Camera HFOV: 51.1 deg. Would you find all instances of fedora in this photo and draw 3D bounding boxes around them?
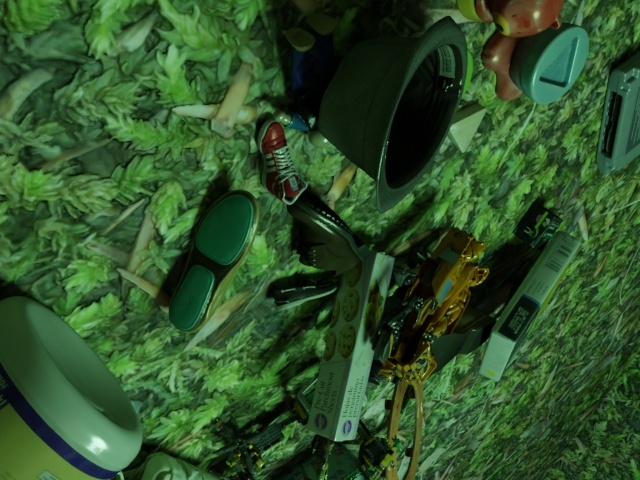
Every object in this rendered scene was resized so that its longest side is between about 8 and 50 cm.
[{"bbox_3d":[0.085,-0.175,0.866,0.275,0.124,0.243,-48,152,-39],"label":"fedora"}]

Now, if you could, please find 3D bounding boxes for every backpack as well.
[{"bbox_3d":[0.036,0.588,1.478,0.225,0.253,0.191,-31,121,-17],"label":"backpack"}]

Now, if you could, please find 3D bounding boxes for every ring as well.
[{"bbox_3d":[0.184,0.426,1.503,0.337,0.032,0.336,2,90,-70],"label":"ring"}]

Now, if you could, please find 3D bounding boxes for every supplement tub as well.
[{"bbox_3d":[-0.397,0.247,0.743,0.331,0.241,0.241,-39,143,-10],"label":"supplement tub"}]

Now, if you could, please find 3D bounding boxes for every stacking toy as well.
[{"bbox_3d":[0.282,-0.258,1.016,0.279,0.130,0.309,-53,142,10],"label":"stacking toy"}]

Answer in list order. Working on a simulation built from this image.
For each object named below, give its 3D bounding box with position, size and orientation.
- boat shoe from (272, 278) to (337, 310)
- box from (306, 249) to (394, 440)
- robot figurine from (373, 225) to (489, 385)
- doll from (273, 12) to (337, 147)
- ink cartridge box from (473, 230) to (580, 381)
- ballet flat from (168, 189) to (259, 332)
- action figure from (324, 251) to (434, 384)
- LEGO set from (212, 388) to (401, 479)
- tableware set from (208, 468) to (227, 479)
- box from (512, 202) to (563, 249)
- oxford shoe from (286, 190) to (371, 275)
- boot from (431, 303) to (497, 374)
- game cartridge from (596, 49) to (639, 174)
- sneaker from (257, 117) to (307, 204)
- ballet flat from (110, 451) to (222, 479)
[{"bbox_3d":[-0.026,0.083,1.116,0.125,0.038,0.046,-17,179,-34],"label":"boat shoe"},{"bbox_3d":[0.053,0.174,1.143,0.063,0.067,0.323,17,85,-51],"label":"box"},{"bbox_3d":[0.194,0.129,1.181,0.291,0.085,0.211,-57,150,-16],"label":"robot figurine"},{"bbox_3d":[-0.010,-0.192,0.864,0.129,0.046,0.189,-41,151,-21],"label":"doll"},{"bbox_3d":[0.471,0.172,1.547,0.303,0.072,0.307,-51,156,-23],"label":"ink cartridge box"},{"bbox_3d":[-0.145,0.024,0.935,0.232,0.080,0.073,-58,170,20],"label":"ballet flat"},{"bbox_3d":[0.141,0.126,1.274,0.285,0.099,0.185,-49,139,-21],"label":"action figure"},{"bbox_3d":[-0.015,0.390,1.234,0.332,0.254,0.192,-23,163,-14],"label":"LEGO set"},{"bbox_3d":[-0.206,0.528,1.365,0.128,0.039,0.194,-34,138,3],"label":"tableware set"},{"bbox_3d":[0.480,-0.031,1.478,0.052,0.062,0.083,9,117,-48],"label":"box"},{"bbox_3d":[0.000,0.000,1.028,0.096,0.083,0.227,-42,142,2],"label":"oxford shoe"},{"bbox_3d":[0.244,0.196,1.409,0.305,0.115,0.112,-12,136,-46],"label":"boot"},{"bbox_3d":[0.690,-0.296,1.440,0.196,0.060,0.294,-32,142,-12],"label":"game cartridge"},{"bbox_3d":[-0.050,-0.101,0.894,0.042,0.067,0.118,-26,139,-25],"label":"sneaker"},{"bbox_3d":[-0.312,0.418,1.092,0.401,0.139,0.139,1,124,-40],"label":"ballet flat"}]
